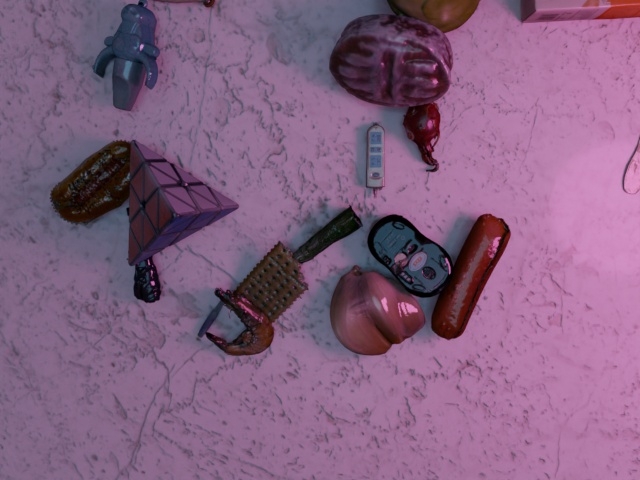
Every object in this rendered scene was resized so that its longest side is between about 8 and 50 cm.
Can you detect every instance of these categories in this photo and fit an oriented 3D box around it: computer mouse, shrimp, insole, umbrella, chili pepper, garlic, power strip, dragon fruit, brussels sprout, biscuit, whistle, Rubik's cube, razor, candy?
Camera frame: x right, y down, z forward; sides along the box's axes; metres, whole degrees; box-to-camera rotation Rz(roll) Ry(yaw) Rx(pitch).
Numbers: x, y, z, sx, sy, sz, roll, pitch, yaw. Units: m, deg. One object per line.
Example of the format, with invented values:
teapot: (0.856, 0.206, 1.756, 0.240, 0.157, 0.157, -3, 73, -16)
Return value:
computer mouse: (0.224, 0.038, 1.874, 0.137, 0.096, 0.233, -44, 85, 0)
shrimp: (-0.216, 0.214, 1.897, 0.150, 0.051, 0.217, -35, 115, 9)
insole: (0.808, -0.208, 1.881, 0.063, 0.010, 0.192, 17, 96, 0)
umbrella: (-0.453, 0.038, 1.903, 0.070, 0.071, 0.249, -7, 96, 2)
chili pepper: (0.000, 0.000, 1.883, 0.226, 0.088, 0.059, -35, 79, 6)
garlic: (0.125, 0.181, 1.884, 0.217, 0.110, 0.228, -38, 93, 8)
power strip: (0.138, -0.201, 1.887, 0.047, 0.030, 0.191, 0, 94, 2)
dragon fruit: (0.256, -0.257, 1.850, 0.094, 0.094, 0.191, -9, 104, 2)
brussels sprout: (0.264, -0.649, 1.751, 0.273, 0.242, 0.317, -29, 95, 29)
biscuit: (-0.116, 0.115, 1.900, 0.144, 0.016, 0.203, 44, 112, -3)
whistle: (-0.463, -0.457, 1.851, 0.186, 0.093, 0.274, 17, 99, 26)
Rubik's cube: (-0.367, -0.081, 1.811, 0.233, 0.229, 0.228, 6, 54, 20)
razor: (-0.276, 0.193, 1.932, 0.068, 0.040, 0.135, 35, 102, -1)
candy: (0.172, -0.425, 1.777, 0.289, 0.214, 0.157, 12, 51, 11)

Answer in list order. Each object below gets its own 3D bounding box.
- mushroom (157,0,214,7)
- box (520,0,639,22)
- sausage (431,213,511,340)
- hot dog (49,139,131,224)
mushroom: (-0.409, -0.632, 1.861, 0.306, 0.043, 0.068, 19, 78, 1)
box: (0.656, -0.647, 1.783, 0.340, 0.143, 0.225, -3, 95, 0)
sausage: (0.370, 0.091, 1.875, 0.102, 0.102, 0.331, 25, 95, -1)
hot dog: (-0.550, -0.143, 1.885, 0.268, 0.075, 0.144, -37, 91, 2)
